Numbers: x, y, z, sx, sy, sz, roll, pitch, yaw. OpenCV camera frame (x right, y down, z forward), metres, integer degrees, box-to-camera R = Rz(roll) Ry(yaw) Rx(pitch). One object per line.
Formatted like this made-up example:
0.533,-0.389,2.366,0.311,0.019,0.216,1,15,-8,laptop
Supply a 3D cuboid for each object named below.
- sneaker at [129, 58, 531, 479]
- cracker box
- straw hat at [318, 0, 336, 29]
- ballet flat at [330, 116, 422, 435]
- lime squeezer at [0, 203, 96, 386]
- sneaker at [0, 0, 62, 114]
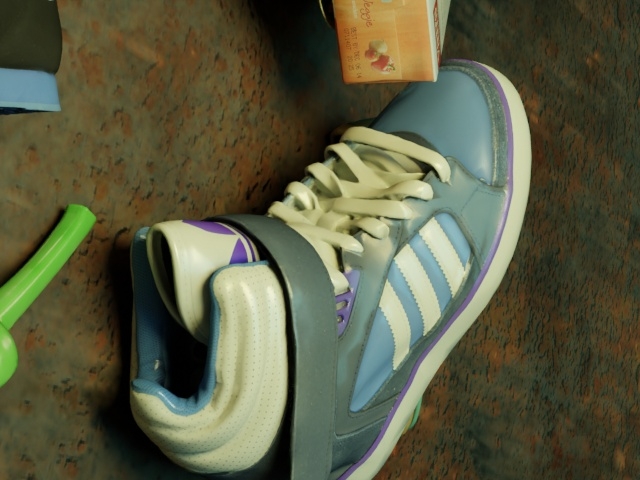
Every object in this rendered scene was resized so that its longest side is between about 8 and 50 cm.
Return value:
-0.001,0.000,0.970,0.236,0.130,0.323,32,82,-53,sneaker
0.052,-0.230,1.064,0.232,0.067,0.156,-77,162,-52,cracker box
-0.021,-0.205,1.026,0.144,0.061,0.144,1,90,-79,straw hat
0.031,0.026,1.136,0.073,0.080,0.232,2,86,-30,ballet flat
-0.187,0.105,0.803,0.110,0.058,0.310,93,9,-70,lime squeezer
-0.203,-0.107,0.733,0.232,0.081,0.090,-3,91,-65,sneaker
